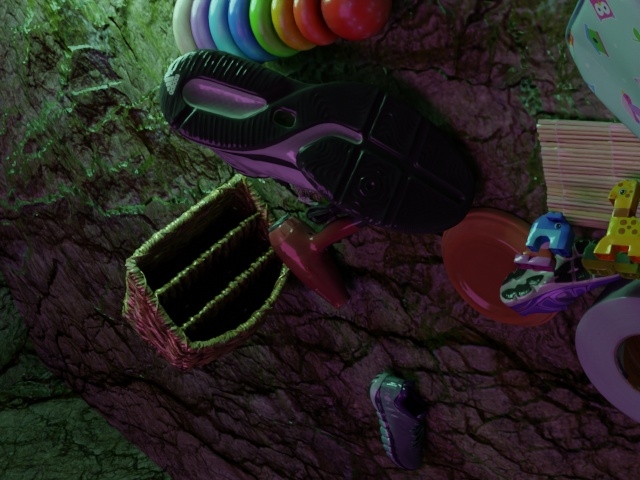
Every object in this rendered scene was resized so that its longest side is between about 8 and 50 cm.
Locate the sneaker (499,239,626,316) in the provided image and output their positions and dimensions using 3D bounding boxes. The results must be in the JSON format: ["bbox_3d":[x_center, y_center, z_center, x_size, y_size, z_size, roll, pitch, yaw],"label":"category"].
[{"bbox_3d":[0.317,0.053,0.998,0.169,0.068,0.071,-23,129,37],"label":"sneaker"}]

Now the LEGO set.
[{"bbox_3d":[0.328,-0.015,0.887,0.227,0.093,0.087,7,159,40],"label":"LEGO set"}]

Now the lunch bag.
[{"bbox_3d":[0.344,-0.138,0.657,0.279,0.108,0.224,51,180,12],"label":"lunch bag"}]

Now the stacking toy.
[{"bbox_3d":[-0.048,-0.306,1.042,0.330,0.141,0.141,3,125,42],"label":"stacking toy"}]

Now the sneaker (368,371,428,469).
[{"bbox_3d":[0.168,0.355,1.471,0.098,0.083,0.224,0,122,44],"label":"sneaker"}]

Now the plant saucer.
[{"bbox_3d":[0.252,0.046,1.104,0.200,0.037,0.200,31,143,28],"label":"plant saucer"}]

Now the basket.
[{"bbox_3d":[-0.186,0.072,1.407,0.213,0.299,0.223,43,146,11],"label":"basket"}]

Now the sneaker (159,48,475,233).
[{"bbox_3d":[0.004,-0.139,1.139,0.447,0.169,0.257,23,180,2],"label":"sneaker"}]

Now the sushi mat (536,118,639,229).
[{"bbox_3d":[0.390,-0.060,0.853,0.316,0.019,0.152,12,131,44],"label":"sushi mat"}]

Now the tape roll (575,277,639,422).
[{"bbox_3d":[0.431,0.139,0.951,0.219,0.072,0.219,31,143,28],"label":"tape roll"}]

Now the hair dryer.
[{"bbox_3d":[0.000,0.000,1.319,0.223,0.080,0.294,22,138,35],"label":"hair dryer"}]
